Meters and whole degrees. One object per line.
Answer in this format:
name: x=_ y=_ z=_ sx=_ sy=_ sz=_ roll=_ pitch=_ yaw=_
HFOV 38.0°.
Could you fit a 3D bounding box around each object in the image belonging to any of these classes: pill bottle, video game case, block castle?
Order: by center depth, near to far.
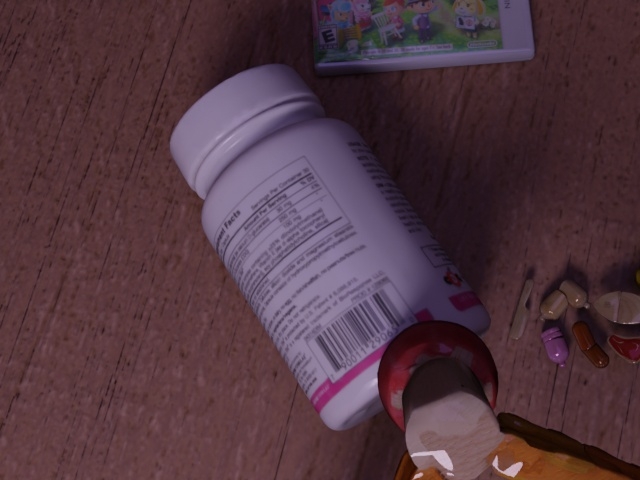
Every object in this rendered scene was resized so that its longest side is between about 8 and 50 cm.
block castle: x=0.112 y=0.312 z=0.626 sx=0.303 sy=0.213 sz=0.453 roll=22 pitch=94 yaw=2
pill bottle: x=0.000 y=0.000 z=0.782 sx=0.160 sy=0.160 sz=0.283 roll=-32 pitch=73 yaw=-4
video game case: x=0.096 y=-0.261 z=0.920 sx=0.212 sy=0.023 sz=0.193 roll=-4 pitch=73 yaw=5

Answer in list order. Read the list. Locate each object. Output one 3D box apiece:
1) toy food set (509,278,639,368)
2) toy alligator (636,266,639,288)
toy food set: x=0.230 y=0.076 z=0.802 sx=0.122 sy=0.019 sz=0.078 roll=15 pitch=80 yaw=25
toy alligator: x=0.321 y=0.070 z=0.792 sx=0.051 sy=0.056 sz=0.190 roll=-5 pitch=75 yaw=-41
